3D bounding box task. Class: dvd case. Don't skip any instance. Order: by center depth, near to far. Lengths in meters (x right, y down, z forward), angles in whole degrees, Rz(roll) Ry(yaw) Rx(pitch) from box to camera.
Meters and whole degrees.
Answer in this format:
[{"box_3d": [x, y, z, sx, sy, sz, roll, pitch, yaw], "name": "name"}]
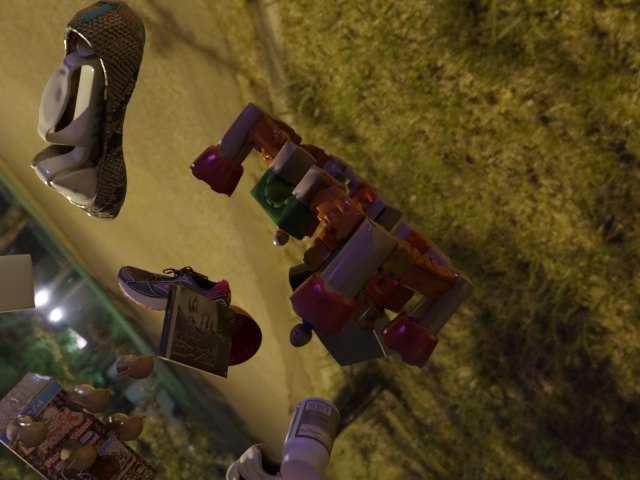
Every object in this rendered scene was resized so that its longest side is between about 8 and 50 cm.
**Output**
[{"box_3d": [-0.272, 0.207, 1.708, 0.018, 0.165, 0.221, -8, 155, 32], "name": "dvd case"}]

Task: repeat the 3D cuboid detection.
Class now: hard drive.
[{"box_3d": [0.046, 0.153, 1.611, 0.172, 0.054, 0.255, -20, 108, 35], "name": "hard drive"}]

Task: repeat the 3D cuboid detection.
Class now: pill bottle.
[{"box_3d": [-0.018, 0.328, 1.233, 0.078, 0.137, 0.078, 7, 123, 10], "name": "pill bottle"}]

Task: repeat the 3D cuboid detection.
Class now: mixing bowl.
[{"box_3d": [-0.253, 0.241, 2.050, 0.181, 0.181, 0.098, 54, -171, -31], "name": "mixing bowl"}]

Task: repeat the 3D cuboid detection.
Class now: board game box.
[{"box_3d": [-0.507, 0.416, 1.524, 0.291, 0.141, 0.232, 48, 153, -17], "name": "board game box"}]

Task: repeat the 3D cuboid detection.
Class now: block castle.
[{"box_3d": [0.000, 0.000, 1.216, 0.303, 0.213, 0.453, 26, -164, -45], "name": "block castle"}]

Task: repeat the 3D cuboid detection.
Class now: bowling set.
[{"box_3d": [-0.387, 0.342, 1.355, 0.154, 0.287, 0.200, -13, 108, 58], "name": "bowling set"}]

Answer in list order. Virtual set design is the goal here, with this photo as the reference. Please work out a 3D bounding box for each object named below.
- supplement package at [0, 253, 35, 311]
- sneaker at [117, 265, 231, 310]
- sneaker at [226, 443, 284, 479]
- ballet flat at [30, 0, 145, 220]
[{"box_3d": [-0.633, 0.085, 1.390, 0.105, 0.179, 0.105, -9, 87, 49], "name": "supplement package"}, {"box_3d": [-0.360, 0.113, 1.887, 0.299, 0.121, 0.112, 15, 112, 7], "name": "sneaker"}, {"box_3d": [-0.074, 0.580, 1.705, 0.292, 0.118, 0.110, 39, -164, 9], "name": "sneaker"}, {"box_3d": [-0.434, -0.201, 1.366, 0.164, 0.182, 0.483, 33, 131, 13], "name": "ballet flat"}]
